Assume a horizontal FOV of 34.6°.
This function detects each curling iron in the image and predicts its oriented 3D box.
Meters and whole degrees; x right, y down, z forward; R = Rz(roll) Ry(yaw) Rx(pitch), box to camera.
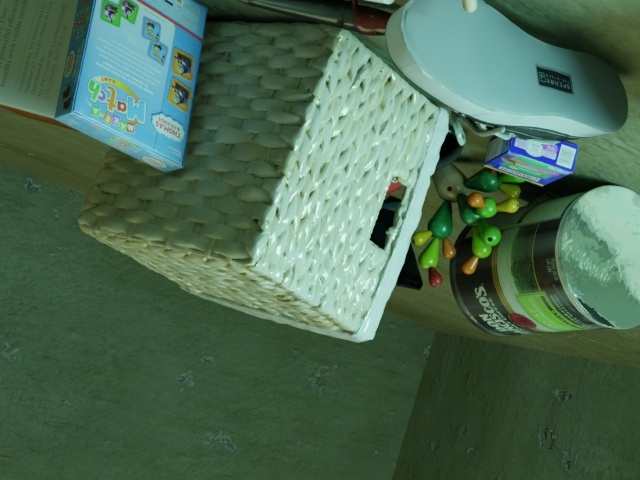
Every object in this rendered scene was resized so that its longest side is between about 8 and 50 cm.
[{"bbox_3d":[0.041,-0.236,1.056,0.274,0.035,0.068,14,167,16],"label":"curling iron"}]

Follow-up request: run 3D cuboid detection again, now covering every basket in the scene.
[{"bbox_3d":[-0.072,-0.086,1.298,0.331,0.328,0.266,11,165,39],"label":"basket"}]

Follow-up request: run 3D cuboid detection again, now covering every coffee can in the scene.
[{"bbox_3d":[0.350,0.037,1.530,0.202,0.201,0.275,21,164,-22],"label":"coffee can"}]

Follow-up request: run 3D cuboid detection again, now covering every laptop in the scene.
[{"bbox_3d":[0.000,0.000,1.576,0.234,0.136,0.264,13,168,-25],"label":"laptop"}]

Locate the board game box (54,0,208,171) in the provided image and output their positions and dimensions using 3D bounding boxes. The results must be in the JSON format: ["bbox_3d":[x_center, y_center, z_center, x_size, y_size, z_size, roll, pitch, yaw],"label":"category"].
[{"bbox_3d":[-0.209,-0.204,1.165,0.039,0.211,0.160,-12,154,39],"label":"board game box"}]

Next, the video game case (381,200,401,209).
[{"bbox_3d":[0.088,-0.054,2.027,0.119,0.015,0.166,-8,177,-12],"label":"video game case"}]

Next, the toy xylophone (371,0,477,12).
[{"bbox_3d":[0.014,-0.264,0.772,0.236,0.081,0.322,16,171,10],"label":"toy xylophone"}]

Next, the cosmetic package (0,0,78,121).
[{"bbox_3d":[-0.447,-0.263,1.350,0.453,0.161,0.230,16,-179,13],"label":"cosmetic package"}]

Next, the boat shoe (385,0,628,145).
[{"bbox_3d":[0.162,-0.151,0.982,0.306,0.113,0.105,3,165,-40],"label":"boat shoe"}]

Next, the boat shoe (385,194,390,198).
[{"bbox_3d":[-0.032,-0.127,1.641,0.302,0.113,0.103,16,177,14],"label":"boat shoe"}]

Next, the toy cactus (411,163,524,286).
[{"bbox_3d":[0.203,-0.054,1.512,0.112,0.219,0.180,12,-145,-36],"label":"toy cactus"}]

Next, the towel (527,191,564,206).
[{"bbox_3d":[0.391,-0.039,1.645,0.113,0.023,0.152,17,171,1],"label":"towel"}]

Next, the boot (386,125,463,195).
[{"bbox_3d":[0.072,-0.096,1.424,0.244,0.088,0.176,-22,180,-14],"label":"boot"}]

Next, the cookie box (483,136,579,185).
[{"bbox_3d":[0.276,-0.111,1.358,0.092,0.040,0.107,18,172,-6],"label":"cookie box"}]
